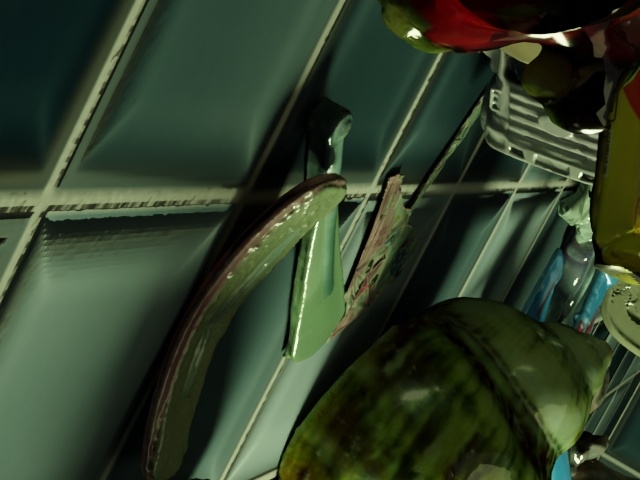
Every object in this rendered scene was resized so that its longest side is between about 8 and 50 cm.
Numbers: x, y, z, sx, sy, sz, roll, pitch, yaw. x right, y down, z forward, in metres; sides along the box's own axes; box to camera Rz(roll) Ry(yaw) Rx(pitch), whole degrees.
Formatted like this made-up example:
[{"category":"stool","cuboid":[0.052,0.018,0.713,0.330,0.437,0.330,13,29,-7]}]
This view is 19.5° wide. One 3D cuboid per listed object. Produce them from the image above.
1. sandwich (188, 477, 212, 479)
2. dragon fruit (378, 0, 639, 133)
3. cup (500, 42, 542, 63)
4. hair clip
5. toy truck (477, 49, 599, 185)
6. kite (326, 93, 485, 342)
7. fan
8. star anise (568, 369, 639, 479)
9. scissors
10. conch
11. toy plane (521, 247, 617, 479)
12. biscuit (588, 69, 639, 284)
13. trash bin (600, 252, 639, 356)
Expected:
[{"category":"sandwich","cuboid":[-0.071,0.227,0.763,0.236,0.128,0.122,-62,158,4]},{"category":"dragon fruit","cuboid":[0.066,-0.121,0.502,0.172,0.160,0.167,-36,128,-58]},{"category":"cup","cuboid":[0.095,-0.123,0.740,0.102,0.074,0.099,-62,165,5]},{"category":"hair clip","cuboid":[-0.033,0.030,0.706,0.137,0.022,0.054,-59,166,8]},{"category":"toy truck","cuboid":[0.162,-0.129,0.912,0.216,0.110,0.116,-49,149,-36]},{"category":"kite","cuboid":[0.043,-0.014,0.917,0.152,0.005,0.137,-59,166,-8]},{"category":"fan","cuboid":[0.000,0.000,0.774,0.038,0.016,0.193,-51,164,-24]},{"category":"star anise","cuboid":[0.159,0.192,1.504,0.212,0.129,0.283,-8,124,-51]},{"category":"scissors","cuboid":[0.210,-0.040,1.375,0.256,0.029,0.383,-60,167,-3]},{"category":"conch","cuboid":[0.075,0.104,1.018,0.181,0.124,0.187,-58,158,-22]},{"category":"toy plane","cuboid":[0.136,0.136,1.306,0.254,0.105,0.271,-49,155,-34]},{"category":"biscuit","cuboid":[0.144,-0.127,0.804,0.048,0.026,0.292,9,87,-62]},{"category":"trash bin","cuboid":[0.351,0.010,1.553,0.220,0.219,0.250,-64,167,21]}]
